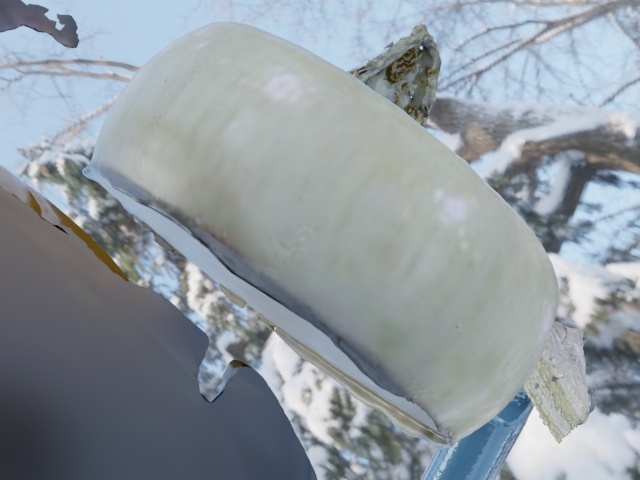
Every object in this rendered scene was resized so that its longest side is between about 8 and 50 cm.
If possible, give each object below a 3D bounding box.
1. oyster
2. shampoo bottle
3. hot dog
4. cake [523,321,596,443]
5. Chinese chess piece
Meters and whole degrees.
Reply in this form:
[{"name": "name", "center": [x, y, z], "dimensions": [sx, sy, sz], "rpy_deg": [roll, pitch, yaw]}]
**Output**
[{"name": "oyster", "center": [0.068, -0.153, 1.146], "dimensions": [0.105, 0.056, 0.177], "rpy_deg": [19, -78, -12]}, {"name": "shampoo bottle", "center": [0.122, 0.236, 0.999], "dimensions": [0.104, 0.061, 0.258], "rpy_deg": [-37, -27, -57]}, {"name": "hot dog", "center": [-0.151, 0.024, 0.370], "dimensions": [0.194, 0.107, 0.326], "rpy_deg": [-44, -69, -39]}, {"name": "cake", "center": [0.194, 0.117, 0.896], "dimensions": [0.065, 0.121, 0.052], "rpy_deg": [29, -61, -10]}, {"name": "Chinese chess piece", "center": [0.000, 0.000, 0.560], "dimensions": [0.104, 0.257, 0.257], "rpy_deg": [-52, -55, -9]}]
